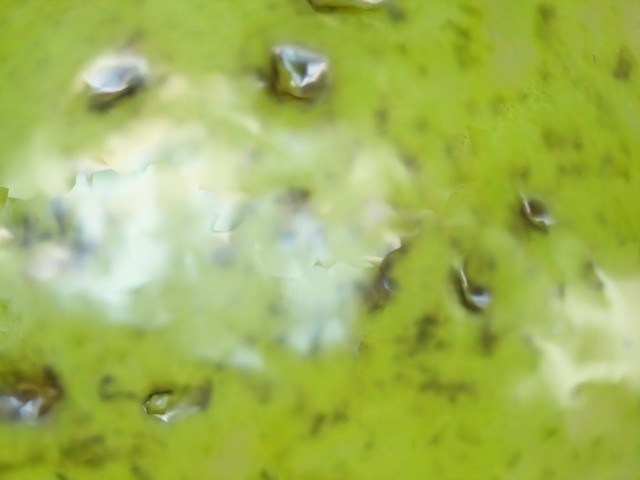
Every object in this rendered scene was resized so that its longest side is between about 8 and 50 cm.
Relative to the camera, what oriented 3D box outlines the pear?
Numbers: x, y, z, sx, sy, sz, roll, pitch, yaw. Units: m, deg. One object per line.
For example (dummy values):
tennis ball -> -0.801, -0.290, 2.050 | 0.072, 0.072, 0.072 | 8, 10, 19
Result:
pear -> 0.000, 0.000, 0.558 | 0.391, 0.391, 0.391 | 6, 145, 4
